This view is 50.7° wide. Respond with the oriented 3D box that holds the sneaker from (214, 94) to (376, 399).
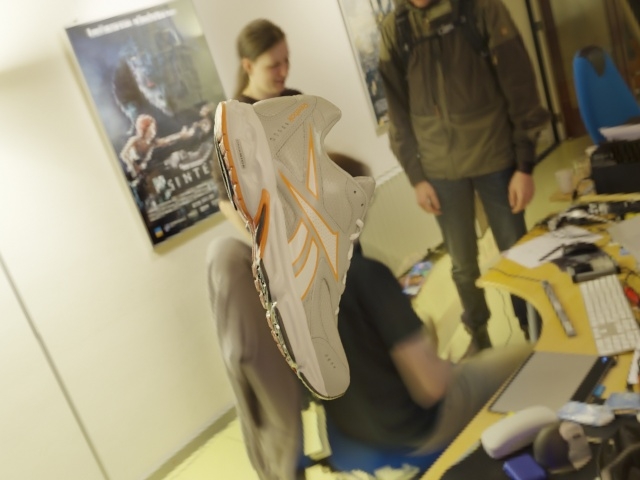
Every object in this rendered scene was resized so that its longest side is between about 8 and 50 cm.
[{"bbox_3d":[0.000,0.000,0.564,0.121,0.262,0.099,-16,4,-11],"label":"sneaker"}]
